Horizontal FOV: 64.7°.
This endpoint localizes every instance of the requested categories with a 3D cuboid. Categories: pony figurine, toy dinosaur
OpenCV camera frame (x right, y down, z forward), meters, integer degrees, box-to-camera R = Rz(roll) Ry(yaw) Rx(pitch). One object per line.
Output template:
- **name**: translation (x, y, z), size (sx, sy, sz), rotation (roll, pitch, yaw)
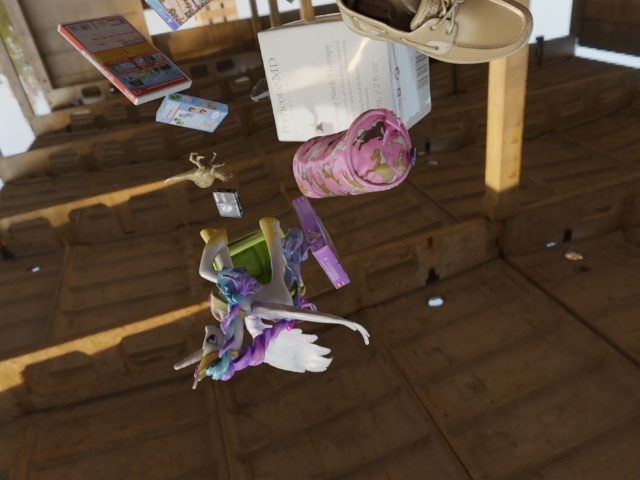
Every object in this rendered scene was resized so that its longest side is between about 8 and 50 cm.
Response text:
- **pony figurine**: translation (-0.106, 0.135, 1.051), size (0.350, 0.303, 0.364), rotation (8, -125, -16)
- **toy dinosaur**: translation (-0.321, -0.185, 1.341), size (0.183, 0.093, 0.053), rotation (-4, -155, -18)

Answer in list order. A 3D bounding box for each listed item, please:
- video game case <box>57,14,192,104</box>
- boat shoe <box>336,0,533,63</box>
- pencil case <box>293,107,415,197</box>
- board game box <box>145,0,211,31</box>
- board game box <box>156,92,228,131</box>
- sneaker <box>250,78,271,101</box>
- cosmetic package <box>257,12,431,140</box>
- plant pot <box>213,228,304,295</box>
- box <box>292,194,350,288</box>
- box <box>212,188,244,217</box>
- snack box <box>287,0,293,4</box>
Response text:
- **video game case**: translation (-0.511, -0.486, 1.339), size (0.285, 0.025, 0.204), rotation (43, -139, 3)
- **boat shoe**: translation (0.192, -0.383, 0.871), size (0.340, 0.122, 0.110), rotation (12, -167, 12)
- **pencil case**: translation (0.056, -0.182, 1.136), size (0.167, 0.160, 0.386), rotation (-16, -173, -19)
- **board game box**: translation (-0.450, -0.886, 1.670), size (0.291, 0.141, 0.232), rotation (-36, -122, 8)
- **board game box**: translation (-0.459, -0.455, 1.803), size (0.211, 0.039, 0.160), rotation (7, 161, -31)
- **sneaker**: translation (-0.148, -0.503, 1.747), size (0.227, 0.130, 0.087), rotation (6, -108, 50)
- **cosmetic package**: translation (0.089, -0.498, 1.509), size (0.393, 0.330, 0.327), rotation (6, -149, 30)
- **plant pot**: translation (-0.220, 0.095, 1.637), size (0.228, 0.227, 0.207), rotation (-26, -164, -23)
- **box**: translation (0.000, 0.000, 1.742), size (0.057, 0.201, 0.293), rotation (-28, -138, 5)
- **box**: translation (-0.251, -0.102, 1.381), size (0.067, 0.083, 0.018), rotation (5, -138, 18)
- **snack box**: translation (-0.021, -0.810, 1.372), size (0.187, 0.060, 0.322), rotation (-60, -169, -13)
